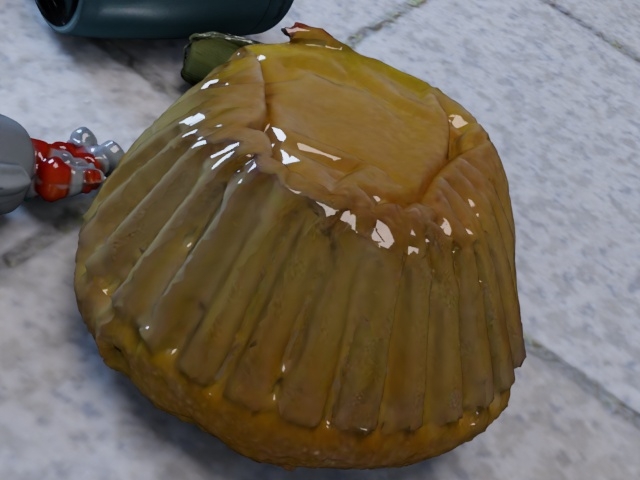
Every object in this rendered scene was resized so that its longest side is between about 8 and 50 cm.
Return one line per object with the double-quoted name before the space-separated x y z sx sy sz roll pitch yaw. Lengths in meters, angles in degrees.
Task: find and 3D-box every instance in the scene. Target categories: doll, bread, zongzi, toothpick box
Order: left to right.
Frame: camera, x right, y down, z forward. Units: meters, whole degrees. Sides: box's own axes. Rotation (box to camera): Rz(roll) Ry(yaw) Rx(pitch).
"doll" -0.189 -0.045 0.624 0.094 0.079 0.180 27 20 37
"toothpick box" -0.116 -0.204 0.806 0.184 0.120 0.120 -14 54 -36
"zongzi" -0.041 -0.128 0.824 0.104 0.052 0.113 25 25 7
"bread" 0.000 0.000 0.621 0.274 0.149 0.274 13 35 -9
